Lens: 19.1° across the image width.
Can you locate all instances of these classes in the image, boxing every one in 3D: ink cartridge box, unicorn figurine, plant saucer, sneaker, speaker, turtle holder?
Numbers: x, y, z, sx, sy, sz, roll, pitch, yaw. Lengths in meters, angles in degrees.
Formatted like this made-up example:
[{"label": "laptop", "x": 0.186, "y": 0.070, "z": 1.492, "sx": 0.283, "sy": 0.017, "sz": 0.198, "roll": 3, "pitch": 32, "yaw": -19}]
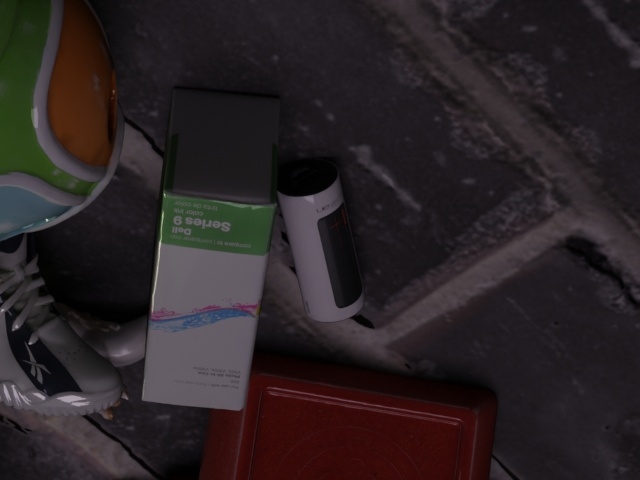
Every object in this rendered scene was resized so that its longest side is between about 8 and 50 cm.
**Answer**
[{"label": "ink cartridge box", "x": -0.089, "y": 0.008, "z": 1.531, "sx": 0.093, "sy": 0.154, "sz": 0.212, "roll": 5, "pitch": 127, "yaw": -4}, {"label": "unicorn figurine", "x": -0.175, "y": 0.093, "z": 1.639, "sx": 0.162, "sy": 0.111, "sz": 0.060, "roll": -7, "pitch": 149, "yaw": -21}, {"label": "plant saucer", "x": 0.022, "y": 0.234, "z": 1.655, "sx": 0.259, "sy": 0.258, "sz": 0.048, "roll": 10, "pitch": 166, "yaw": -9}, {"label": "sneaker", "x": -0.253, "y": 0.035, "z": 1.555, "sx": 0.235, "sy": 0.094, "sz": 0.153, "roll": 30, "pitch": 120, "yaw": 25}, {"label": "speaker", "x": 0.000, "y": 0.000, "z": 1.588, "sx": 0.055, "sy": 0.055, "sz": 0.136, "roll": -8, "pitch": 126, "yaw": 6}, {"label": "turtle holder", "x": -0.294, "y": -0.085, "z": 1.411, "sx": 0.320, "sy": 0.243, "sz": 0.227, "roll": -42, "pitch": 134, "yaw": 16}]

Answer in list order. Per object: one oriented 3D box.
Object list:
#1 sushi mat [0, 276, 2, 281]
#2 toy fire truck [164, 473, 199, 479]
[{"label": "sushi mat", "x": -0.374, "y": 0.153, "z": 1.514, "sx": 0.151, "sy": 0.019, "sz": 0.316, "roll": 17, "pitch": 100, "yaw": -18}, {"label": "toy fire truck", "x": -0.110, "y": 0.350, "z": 1.775, "sx": 0.254, "sy": 0.169, "sz": 0.302, "roll": 23, "pitch": 107, "yaw": 6}]
